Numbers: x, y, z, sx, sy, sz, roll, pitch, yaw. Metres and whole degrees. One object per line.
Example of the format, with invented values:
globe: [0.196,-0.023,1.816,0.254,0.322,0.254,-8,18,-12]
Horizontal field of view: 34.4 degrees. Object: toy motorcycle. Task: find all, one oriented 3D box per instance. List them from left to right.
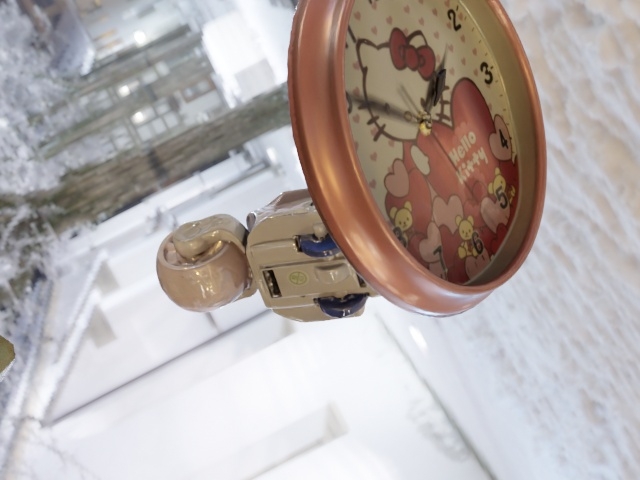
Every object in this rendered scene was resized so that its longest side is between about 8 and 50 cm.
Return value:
toy motorcycle: [0.000,0.000,0.782,0.112,0.254,0.113,-7,-90,-77]

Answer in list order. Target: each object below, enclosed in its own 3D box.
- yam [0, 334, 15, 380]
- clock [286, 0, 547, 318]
yam: [-0.401,0.138,1.127,0.069,0.146,0.070,29,127,47]
clock: [0.065,-0.072,0.654,0.056,0.244,0.244,-10,115,41]
